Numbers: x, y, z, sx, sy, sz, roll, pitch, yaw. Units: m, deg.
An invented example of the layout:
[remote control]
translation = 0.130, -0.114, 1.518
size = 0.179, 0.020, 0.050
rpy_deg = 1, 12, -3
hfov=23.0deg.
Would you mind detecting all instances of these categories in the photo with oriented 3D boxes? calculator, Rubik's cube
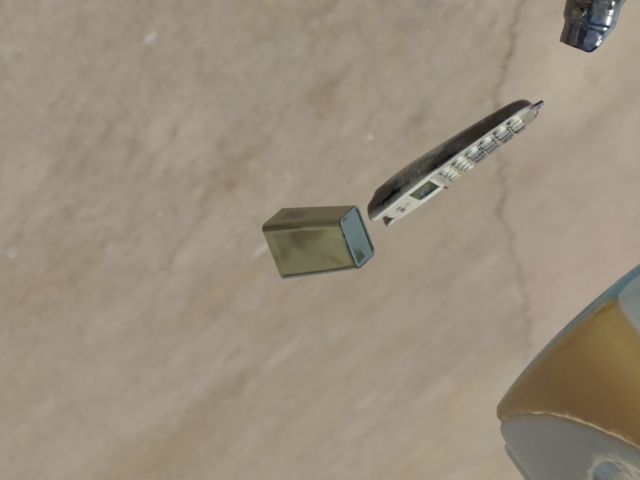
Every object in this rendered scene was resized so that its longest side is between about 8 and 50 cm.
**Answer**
[calculator]
translation = 0.179, -0.105, 2.052
size = 0.268, 0.040, 0.177
rpy_deg = -32, 172, 8
[Rubik's cube]
translation = 0.409, 0.159, 1.395
size = 0.351, 0.347, 0.352
rpy_deg = -29, 165, -26

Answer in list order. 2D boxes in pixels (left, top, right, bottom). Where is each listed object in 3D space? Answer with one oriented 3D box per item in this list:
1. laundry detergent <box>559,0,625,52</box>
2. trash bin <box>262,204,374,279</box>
[laundry detergent]
translation = 0.283, -0.297, 1.370
size = 0.105, 0.215, 0.280
rpy_deg = -7, 113, -62
[trash bin]
translation = 0.000, 0.000, 1.486
size = 0.092, 0.061, 0.043
rpy_deg = -5, -154, 37
